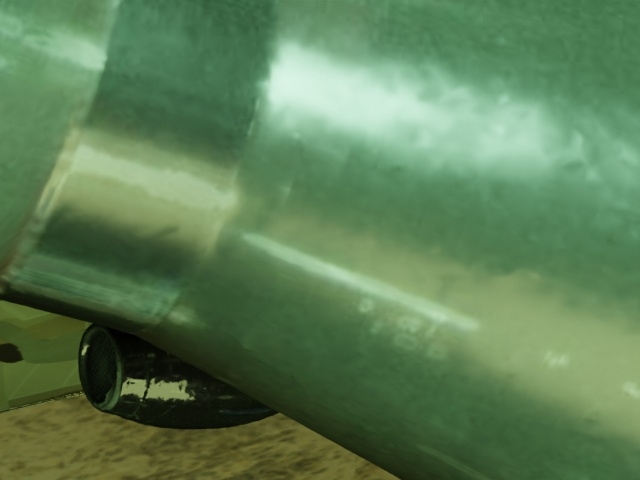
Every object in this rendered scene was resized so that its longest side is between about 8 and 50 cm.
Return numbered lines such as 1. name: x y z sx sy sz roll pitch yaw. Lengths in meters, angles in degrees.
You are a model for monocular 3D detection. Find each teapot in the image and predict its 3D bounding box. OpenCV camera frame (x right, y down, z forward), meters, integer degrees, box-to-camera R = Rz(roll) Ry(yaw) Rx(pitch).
1. teapot: 0.003 -0.027 0.725 0.344 0.253 0.300 17 157 -19

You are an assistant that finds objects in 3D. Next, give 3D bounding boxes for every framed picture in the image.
1. framed picture: -0.127 0.039 0.961 0.200 0.010 0.136 -12 144 -7

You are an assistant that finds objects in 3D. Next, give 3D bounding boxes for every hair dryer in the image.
1. hair dryer: 0.000 0.000 0.913 0.195 0.075 0.219 -5 137 -34
